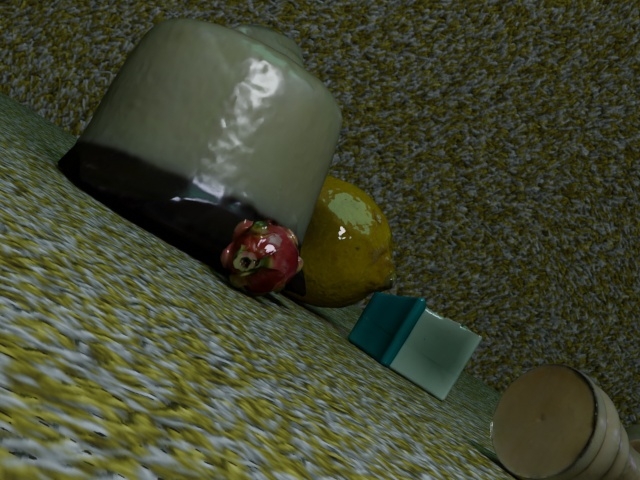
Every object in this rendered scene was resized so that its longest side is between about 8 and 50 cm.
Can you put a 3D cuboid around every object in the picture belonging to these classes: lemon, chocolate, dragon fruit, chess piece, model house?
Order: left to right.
[{"bbox_3d":[-0.124,-0.134,1.407,0.314,0.297,0.326,26,3,-24],"label":"chocolate"},{"bbox_3d":[-0.065,0.017,1.219,0.081,0.086,0.116,37,-2,9],"label":"dragon fruit"},{"bbox_3d":[0.000,0.000,1.614,0.256,0.188,0.188,26,-2,26],"label":"lemon"},{"bbox_3d":[0.121,0.125,1.464,0.149,0.100,0.127,30,-1,4],"label":"model house"},{"bbox_3d":[0.334,0.251,1.145,0.397,0.117,0.117,34,-1,-36],"label":"chess piece"}]

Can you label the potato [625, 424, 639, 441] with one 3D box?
[{"bbox_3d":[0.459,0.304,1.396,0.235,0.160,0.178,18,-41,9],"label":"potato"}]
